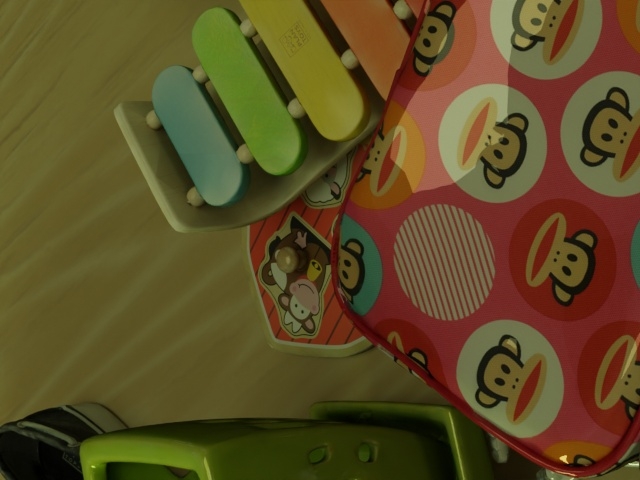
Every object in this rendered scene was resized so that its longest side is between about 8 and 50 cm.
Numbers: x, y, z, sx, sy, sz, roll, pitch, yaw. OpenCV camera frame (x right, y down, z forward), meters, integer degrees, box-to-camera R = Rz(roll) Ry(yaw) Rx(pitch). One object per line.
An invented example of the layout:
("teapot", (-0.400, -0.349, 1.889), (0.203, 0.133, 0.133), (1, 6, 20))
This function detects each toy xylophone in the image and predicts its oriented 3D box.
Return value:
("toy xylophone", (0.016, -0.114, 1.099), (0.322, 0.081, 0.236), (-49, 61, 21))

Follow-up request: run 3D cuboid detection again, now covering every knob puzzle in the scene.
("knob puzzle", (0.000, 0.000, 1.175), (0.213, 0.030, 0.213), (2, 93, 42))

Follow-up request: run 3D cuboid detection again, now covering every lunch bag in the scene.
("lunch bag", (0.154, -0.030, 0.857), (0.258, 0.120, 0.293), (36, 113, 34))

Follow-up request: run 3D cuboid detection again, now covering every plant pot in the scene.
("plant pot", (-0.005, 0.213, 1.031), (0.227, 0.207, 0.228), (-11, 90, 62))

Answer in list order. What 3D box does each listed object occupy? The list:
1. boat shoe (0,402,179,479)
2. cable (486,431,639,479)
("boat shoe", (-0.147, 0.221, 1.266), (0.301, 0.102, 0.108), (35, 114, 36))
("cable", (0.200, 0.006, 0.957), (0.257, 0.089, 0.257), (-16, 80, 40))
